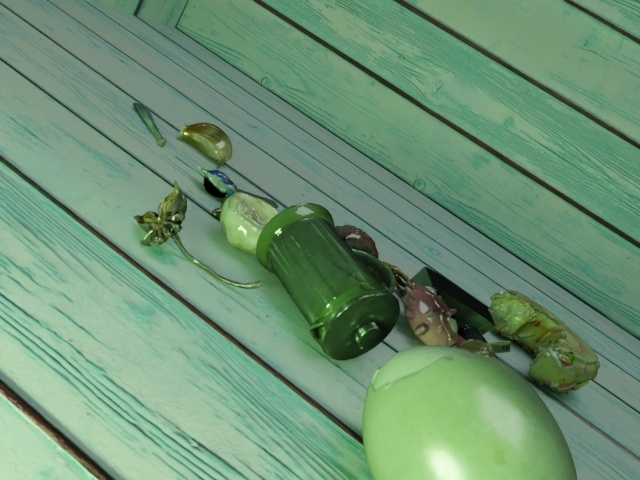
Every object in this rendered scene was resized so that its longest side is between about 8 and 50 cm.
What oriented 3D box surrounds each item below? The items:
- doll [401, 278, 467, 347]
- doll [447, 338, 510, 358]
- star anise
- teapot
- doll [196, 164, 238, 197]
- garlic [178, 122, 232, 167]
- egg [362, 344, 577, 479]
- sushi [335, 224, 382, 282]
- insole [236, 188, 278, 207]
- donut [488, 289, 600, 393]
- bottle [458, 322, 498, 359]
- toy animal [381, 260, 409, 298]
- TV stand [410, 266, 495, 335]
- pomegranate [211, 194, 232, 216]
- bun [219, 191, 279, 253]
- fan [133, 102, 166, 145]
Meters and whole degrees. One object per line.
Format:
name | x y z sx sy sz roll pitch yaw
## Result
doll | 0.293 0.213 1.515 0.211 0.093 0.261 11 45 -45
doll | 0.360 0.288 1.394 0.221 0.114 0.105 -16 8 -40
star anise | -0.250 0.007 1.210 0.219 0.148 0.227 6 -34 44
teapot | 0.043 0.091 1.265 0.271 0.200 0.337 -5 40 -33
doll | -0.268 -0.144 1.590 0.195 0.070 0.096 38 -11 9
garlic | -0.345 -0.298 1.849 0.198 0.090 0.129 45 37 16
egg | 0.202 0.300 0.877 0.278 0.278 0.336 13 32 -45
sushi | 0.094 0.054 1.505 0.241 0.161 0.107 24 19 -20
insole | -0.202 -0.125 1.723 0.192 0.010 0.063 15 26 -43
donut | 0.684 0.316 1.797 0.308 0.150 0.371 22 22 -29
bottle | 0.422 0.311 1.523 0.244 0.072 0.082 -106 172 -62
toy animal | 0.159 0.083 1.707 0.276 0.054 0.149 34 22 -2
TV stand | 0.380 0.184 1.690 0.270 0.083 0.088 32 26 -26
pomegranate | -0.229 -0.082 1.483 0.085 0.073 0.073 16 25 -40
bun | -0.166 -0.028 1.400 0.183 0.102 0.183 32 28 -19
fan | -0.517 -0.358 1.795 0.057 0.023 0.282 25 18 -45
